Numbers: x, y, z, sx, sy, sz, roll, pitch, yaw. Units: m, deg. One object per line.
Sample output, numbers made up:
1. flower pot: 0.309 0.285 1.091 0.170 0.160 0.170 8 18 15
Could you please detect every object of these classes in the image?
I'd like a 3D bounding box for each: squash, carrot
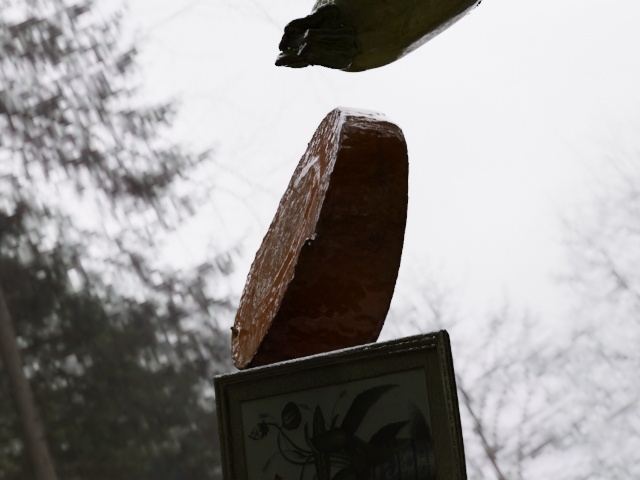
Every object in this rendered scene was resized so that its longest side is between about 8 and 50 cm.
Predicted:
1. squash: 0.061 -0.204 1.425 0.287 0.137 0.137 -55 -30 -41
2. carrot: 0.000 0.000 1.510 0.100 0.307 0.258 19 -49 -15

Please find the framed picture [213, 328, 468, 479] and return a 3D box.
1. framed picture: 0.011 0.162 1.099 0.231 0.173 0.010 -16 -14 43
